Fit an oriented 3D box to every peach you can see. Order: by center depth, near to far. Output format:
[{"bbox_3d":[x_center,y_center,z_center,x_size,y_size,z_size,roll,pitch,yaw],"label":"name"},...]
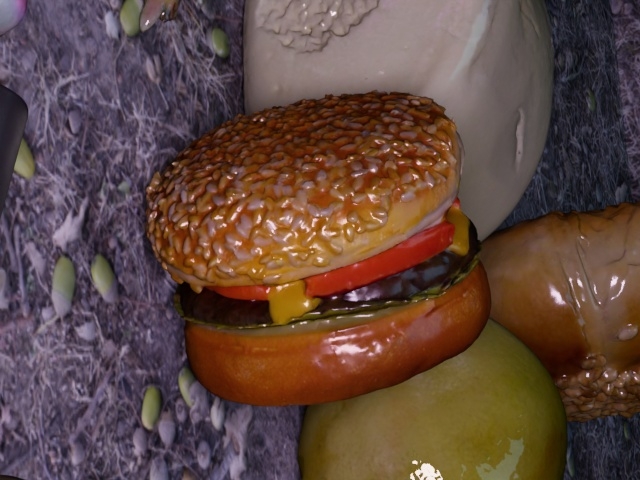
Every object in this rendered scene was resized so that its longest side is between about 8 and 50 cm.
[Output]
[{"bbox_3d":[0.125,0.240,2.093,0.316,0.282,0.314,-29,115,-55],"label":"peach"}]

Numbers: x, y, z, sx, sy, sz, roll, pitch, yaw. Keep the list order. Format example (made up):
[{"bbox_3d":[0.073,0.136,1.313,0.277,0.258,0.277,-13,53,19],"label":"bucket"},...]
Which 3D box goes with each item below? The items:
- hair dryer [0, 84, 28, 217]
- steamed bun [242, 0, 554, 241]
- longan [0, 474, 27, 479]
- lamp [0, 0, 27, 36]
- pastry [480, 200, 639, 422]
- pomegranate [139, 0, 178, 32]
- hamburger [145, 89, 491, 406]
[{"bbox_3d":[-0.338,-0.072,1.470,0.248,0.078,0.195,41,47,-42],"label":"hair dryer"},{"bbox_3d":[0.116,-0.225,2.188,0.371,0.290,0.455,40,48,-56],"label":"steamed bun"},{"bbox_3d":[-0.236,0.293,1.379,0.248,0.248,0.248,29,58,-60],"label":"longan"},{"bbox_3d":[-0.291,-0.322,1.420,0.301,0.247,0.247,54,14,-43],"label":"lamp"},{"bbox_3d":[0.336,0.103,2.432,0.409,0.410,0.245,22,59,-62],"label":"pastry"},{"bbox_3d":[-0.139,-0.279,1.900,0.161,0.122,0.122,-63,159,15],"label":"pomegranate"},{"bbox_3d":[0.000,0.000,1.852,0.330,0.330,0.250,-41,124,-60],"label":"hamburger"}]
